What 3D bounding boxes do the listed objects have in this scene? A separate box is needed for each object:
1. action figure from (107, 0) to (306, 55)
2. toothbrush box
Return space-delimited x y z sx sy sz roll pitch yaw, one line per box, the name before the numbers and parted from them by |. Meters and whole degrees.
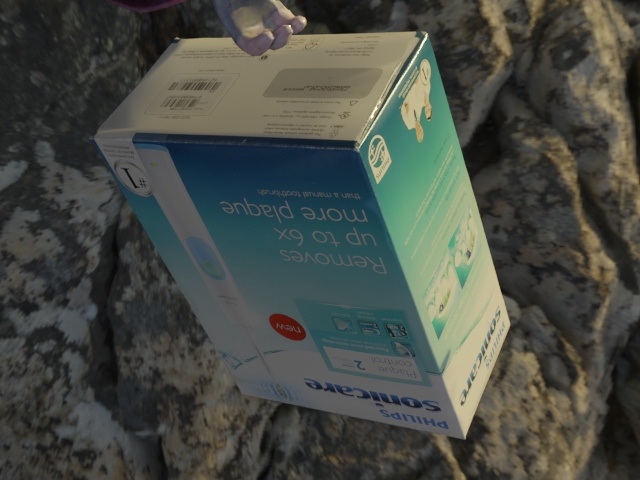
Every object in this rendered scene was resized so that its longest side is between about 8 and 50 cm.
action figure | -0.171 -0.193 0.511 0.370 0.276 0.248 -22 105 -29
toothbrush box | 0.000 0.000 0.736 0.126 0.216 0.295 -60 142 -35
